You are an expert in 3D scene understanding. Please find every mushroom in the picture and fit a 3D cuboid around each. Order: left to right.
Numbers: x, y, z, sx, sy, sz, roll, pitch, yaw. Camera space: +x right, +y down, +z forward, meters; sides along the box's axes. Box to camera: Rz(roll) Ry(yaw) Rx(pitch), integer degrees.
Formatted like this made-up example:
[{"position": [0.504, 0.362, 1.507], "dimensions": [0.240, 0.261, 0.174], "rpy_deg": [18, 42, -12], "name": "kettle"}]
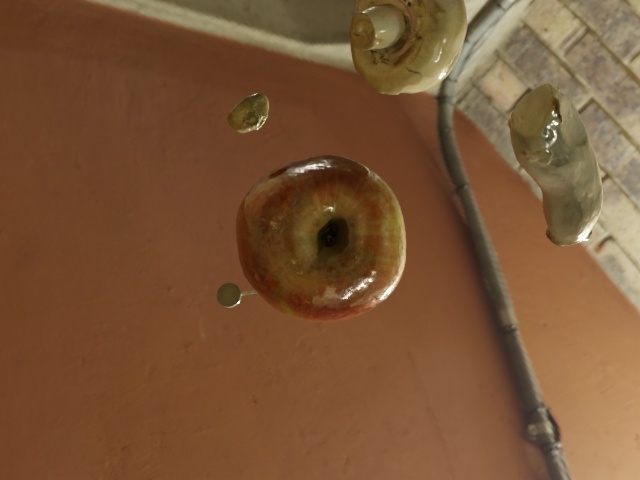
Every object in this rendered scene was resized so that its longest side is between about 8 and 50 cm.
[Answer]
[{"position": [0.093, -0.244, 1.024], "dimensions": [0.123, 0.154, 0.154], "rpy_deg": [-9, -117, -38], "name": "mushroom"}, {"position": [0.364, -0.103, 1.344], "dimensions": [0.351, 0.109, 0.097], "rpy_deg": [54, -165, -46], "name": "mushroom"}]

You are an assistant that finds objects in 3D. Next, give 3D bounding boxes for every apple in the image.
[{"position": [0.000, 0.000, 1.522], "dimensions": [0.302, 0.301, 0.301], "rpy_deg": [18, -131, -22], "name": "apple"}]

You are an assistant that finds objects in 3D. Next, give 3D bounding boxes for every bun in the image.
[{"position": [-0.125, -0.224, 1.600], "dimensions": [0.054, 0.086, 0.086], "rpy_deg": [53, -135, 0], "name": "bun"}]

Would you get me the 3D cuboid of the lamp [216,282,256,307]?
[{"position": [-0.107, 0.095, 1.727], "dimensions": [0.199, 0.056, 0.050], "rpy_deg": [-6, -112, 5], "name": "lamp"}]
